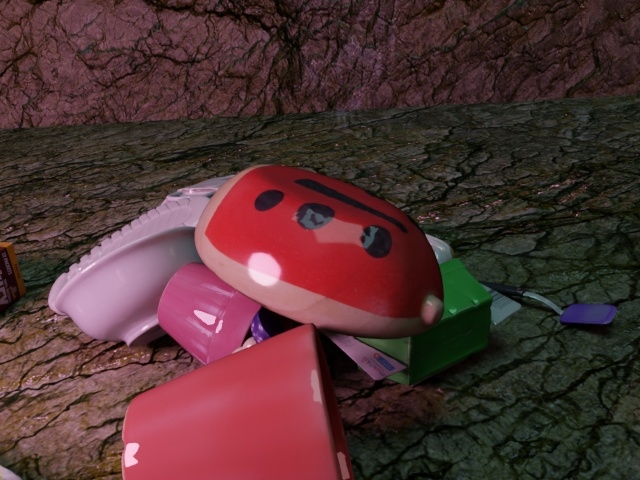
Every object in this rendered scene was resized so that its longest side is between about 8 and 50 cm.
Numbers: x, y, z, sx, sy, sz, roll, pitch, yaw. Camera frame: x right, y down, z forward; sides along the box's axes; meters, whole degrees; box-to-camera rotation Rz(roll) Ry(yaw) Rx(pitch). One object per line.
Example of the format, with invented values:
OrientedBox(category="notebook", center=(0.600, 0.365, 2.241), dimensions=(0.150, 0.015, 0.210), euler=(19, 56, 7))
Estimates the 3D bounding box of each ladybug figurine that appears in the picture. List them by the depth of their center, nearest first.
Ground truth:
OrientedBox(category="ladybug figurine", center=(0.000, 0.000, 0.983), dimensions=(0.449, 0.162, 0.305), euler=(24, 26, 31))

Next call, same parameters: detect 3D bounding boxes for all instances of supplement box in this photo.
OrientedBox(category="supplement box", center=(-0.773, 0.097, 1.345), dimensions=(0.191, 0.129, 0.194), euler=(3, 26, 14))

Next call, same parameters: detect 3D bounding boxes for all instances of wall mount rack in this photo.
OrientedBox(category="wall mount rack", center=(-0.292, -0.080, 1.587), dimensions=(0.303, 0.131, 0.350), euler=(0, 13, 22))

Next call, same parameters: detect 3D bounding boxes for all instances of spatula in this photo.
OrientedBox(category="spatula", center=(0.426, 0.117, 1.268), dimensions=(0.296, 0.030, 0.084), euler=(15, 30, 35))

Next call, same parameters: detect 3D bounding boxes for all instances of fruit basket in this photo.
OrientedBox(category="fruit basket", center=(0.124, 0.116, 1.176), dimensions=(0.326, 0.166, 0.353), euler=(-19, 24, -29))

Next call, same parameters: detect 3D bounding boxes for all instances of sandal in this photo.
OrientedBox(category="sandal", center=(-0.385, 0.036, 1.368), dimensions=(0.416, 0.102, 0.169), euler=(-28, 37, 6))

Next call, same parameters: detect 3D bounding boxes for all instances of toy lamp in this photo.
OrientedBox(category="toy lamp", center=(-0.164, 0.214, 0.931), dimensions=(0.274, 0.080, 0.080), euler=(-41, 22, 13))

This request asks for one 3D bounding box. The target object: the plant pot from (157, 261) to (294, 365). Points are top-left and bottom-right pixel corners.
OrientedBox(category="plant pot", center=(-0.163, 0.128, 1.076), dimensions=(0.180, 0.202, 0.201), euler=(23, 33, 18))

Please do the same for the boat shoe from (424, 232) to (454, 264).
OrientedBox(category="boat shoe", center=(0.164, 0.011, 1.448), dimensions=(0.277, 0.098, 0.096), euler=(22, 34, 40))

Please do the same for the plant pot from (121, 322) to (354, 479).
OrientedBox(category="plant pot", center=(-0.094, 0.259, 0.790), dimensions=(0.243, 0.275, 0.275), euler=(-13, 25, 0))

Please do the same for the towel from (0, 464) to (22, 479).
OrientedBox(category="towel", center=(-0.575, 0.356, 0.720), dimensions=(0.320, 0.090, 0.374), euler=(10, 28, 28))

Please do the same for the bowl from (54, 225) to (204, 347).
OrientedBox(category="bowl", center=(-0.322, 0.107, 1.195), dimensions=(0.297, 0.134, 0.298), euler=(-31, -9, -5))
